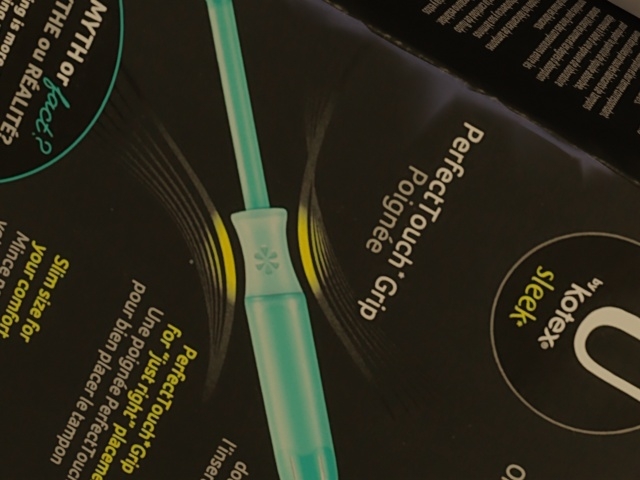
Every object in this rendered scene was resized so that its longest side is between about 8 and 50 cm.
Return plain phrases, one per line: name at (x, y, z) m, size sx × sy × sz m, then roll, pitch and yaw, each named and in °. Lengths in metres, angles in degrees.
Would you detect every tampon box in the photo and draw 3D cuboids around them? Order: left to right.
tampon box at (0.000, 0.000, 0.388) m, size 0.161 × 0.101 × 0.120 m, roll 31°, pitch 114°, yaw 6°
